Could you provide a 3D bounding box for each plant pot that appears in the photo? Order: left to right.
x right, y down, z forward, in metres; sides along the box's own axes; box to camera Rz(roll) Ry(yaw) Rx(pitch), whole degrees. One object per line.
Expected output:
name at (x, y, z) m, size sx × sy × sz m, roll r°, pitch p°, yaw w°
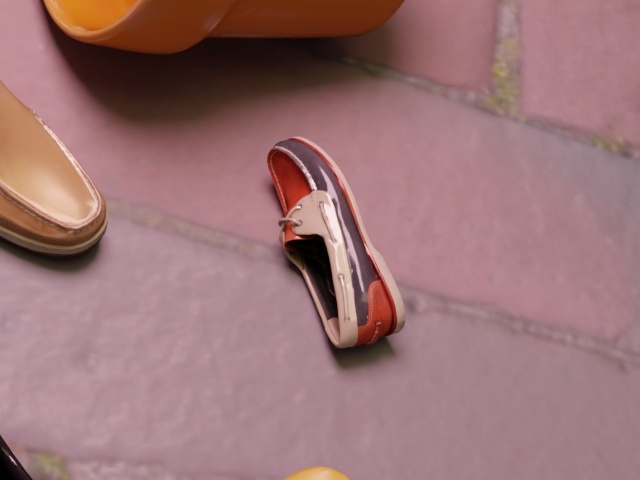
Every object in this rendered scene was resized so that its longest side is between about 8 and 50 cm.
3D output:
plant pot at (-0.043, -0.203, 1.054) m, size 0.188 × 0.205 × 0.205 m, roll 8°, pitch 51°, yaw -35°

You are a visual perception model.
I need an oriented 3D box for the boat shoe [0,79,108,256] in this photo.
boat shoe at (-0.192, -0.067, 0.960) m, size 0.190 × 0.072 × 0.068 m, roll 36°, pitch 50°, yaw 6°

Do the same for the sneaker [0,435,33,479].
sneaker at (-0.148, 0.168, 0.788) m, size 0.084 × 0.097 × 0.234 m, roll -16°, pitch 63°, yaw -30°

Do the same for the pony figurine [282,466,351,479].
pony figurine at (-0.088, 0.248, 0.514) m, size 0.303 × 0.351 × 0.363 m, roll 49°, pitch 9°, yaw -7°

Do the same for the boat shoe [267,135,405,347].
boat shoe at (0.000, 0.000, 1.006) m, size 0.043 × 0.049 × 0.137 m, roll -16°, pitch 68°, yaw -28°
